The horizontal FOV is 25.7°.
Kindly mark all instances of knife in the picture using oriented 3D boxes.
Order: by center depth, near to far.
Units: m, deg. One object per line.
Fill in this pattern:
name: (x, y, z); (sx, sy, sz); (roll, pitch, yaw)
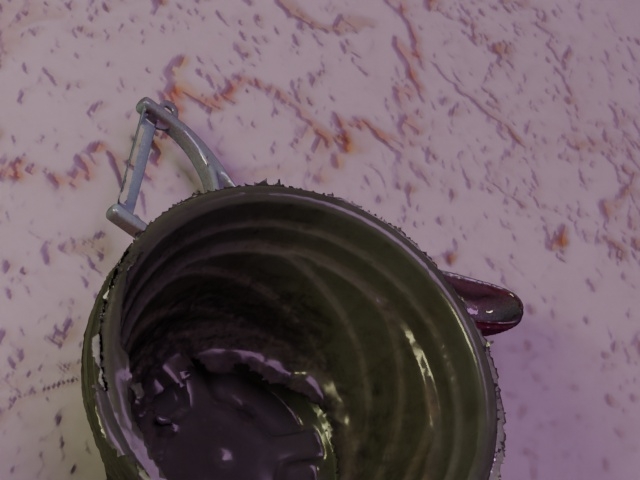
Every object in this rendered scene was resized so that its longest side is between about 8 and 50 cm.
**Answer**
knife: (-0.001, 0.001, 0.900); (0.278, 0.053, 0.123); (23, 47, -15)

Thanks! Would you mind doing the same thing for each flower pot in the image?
flower pot: (-0.029, 0.097, 0.762); (0.236, 0.140, 0.235); (13, 54, -19)
